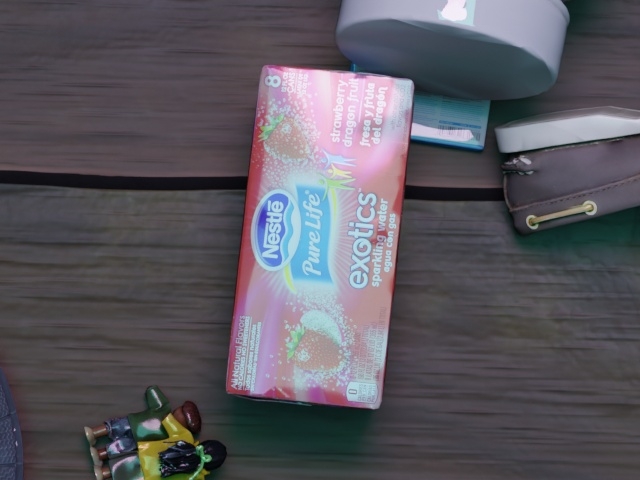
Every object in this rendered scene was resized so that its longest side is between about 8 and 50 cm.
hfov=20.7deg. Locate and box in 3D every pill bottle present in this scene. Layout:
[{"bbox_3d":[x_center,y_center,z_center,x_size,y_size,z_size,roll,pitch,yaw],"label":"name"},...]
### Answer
[{"bbox_3d":[0.137,-0.328,1.361,0.229,0.229,0.407,13,79,1],"label":"pill bottle"}]

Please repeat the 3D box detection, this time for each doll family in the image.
[{"bbox_3d":[-0.112,0.209,1.377,0.111,0.076,0.193,-15,88,-7],"label":"doll family"}]

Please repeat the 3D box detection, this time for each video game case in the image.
[{"bbox_3d":[0.088,-0.164,1.456,0.119,0.015,0.166,9,82,1],"label":"video game case"}]

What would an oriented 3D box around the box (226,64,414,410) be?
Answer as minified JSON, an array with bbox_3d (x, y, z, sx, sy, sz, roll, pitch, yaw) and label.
[{"bbox_3d":[0.000,0.000,1.368,0.123,0.128,0.256,6,87,0],"label":"box"}]

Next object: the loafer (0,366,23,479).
[{"bbox_3d":[-0.334,0.091,1.391,0.109,0.095,0.302,-27,87,-35],"label":"loafer"}]

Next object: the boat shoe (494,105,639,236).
[{"bbox_3d":[0.300,-0.063,1.366,0.324,0.116,0.096,-5,98,19],"label":"boat shoe"}]
